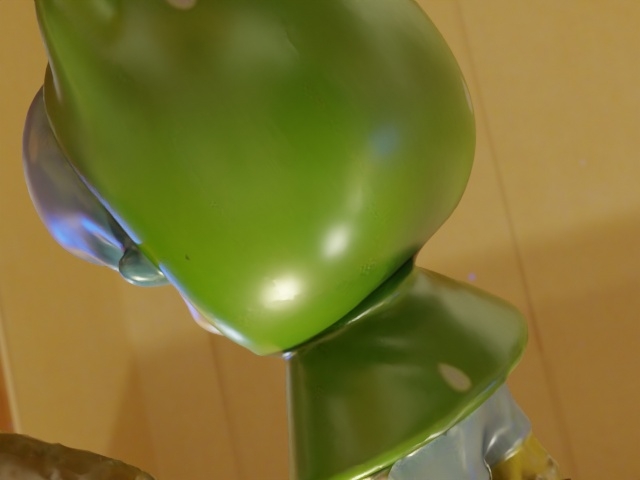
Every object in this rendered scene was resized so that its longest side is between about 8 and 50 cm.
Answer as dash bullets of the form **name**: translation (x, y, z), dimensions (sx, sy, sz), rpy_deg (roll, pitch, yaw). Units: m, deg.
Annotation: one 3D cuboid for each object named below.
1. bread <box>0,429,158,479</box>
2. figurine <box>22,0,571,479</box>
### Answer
- **bread**: translation (-0.150, 0.118, 0.515), dimensions (0.196, 0.138, 0.102), rpy_deg (18, 151, 3)
- **figurine**: translation (0.000, 0.000, 0.585), dimensions (0.143, 0.263, 0.162), rpy_deg (-26, -171, 45)
